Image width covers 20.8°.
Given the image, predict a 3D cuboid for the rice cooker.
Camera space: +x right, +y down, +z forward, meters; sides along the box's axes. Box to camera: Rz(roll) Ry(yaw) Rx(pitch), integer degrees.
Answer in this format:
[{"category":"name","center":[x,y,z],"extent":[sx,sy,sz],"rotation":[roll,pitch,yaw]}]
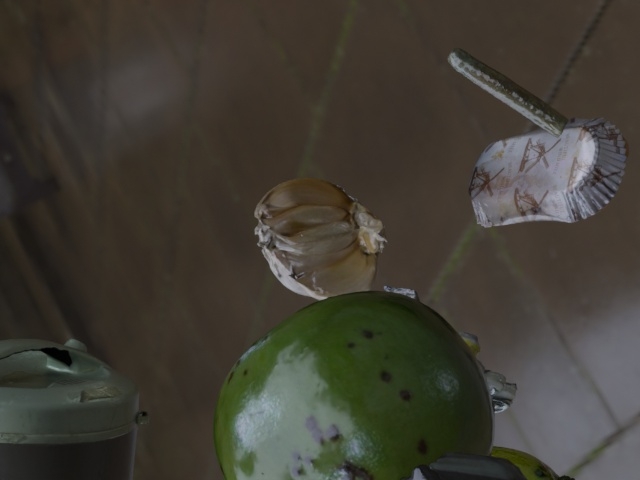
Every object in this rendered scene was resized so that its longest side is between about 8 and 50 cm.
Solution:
[{"category":"rice cooker","center":[-0.340,0.244,1.885],"extent":[0.288,0.288,0.277],"rotation":[-156,69,-65]}]

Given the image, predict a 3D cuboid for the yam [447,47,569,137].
[{"category":"yam","center":[0.156,-0.125,1.458],"extent":[0.116,0.021,0.021],"rotation":[35,157,8]}]

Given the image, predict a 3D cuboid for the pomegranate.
[{"category":"pomegranate","center":[0.037,0.142,1.075],"extent":[0.224,0.181,0.181],"rotation":[61,163,18]}]

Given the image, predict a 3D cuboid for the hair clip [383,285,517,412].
[{"category":"hair clip","center":[0.097,0.104,1.528],"extent":[0.116,0.049,0.172],"rotation":[1,146,29]}]

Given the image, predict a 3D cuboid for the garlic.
[{"category":"garlic","center":[-0.004,0.003,1.364],"extent":[0.074,0.094,0.113],"rotation":[90,158,-55]}]

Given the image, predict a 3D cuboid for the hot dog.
[{"category":"hot dog","center":[0.218,-0.063,1.674],"extent":[0.059,0.108,0.191],"rotation":[29,161,-32]}]

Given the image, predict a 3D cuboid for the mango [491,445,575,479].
[{"category":"mango","center":[0.075,0.264,1.354],"extent":[0.175,0.293,0.143],"rotation":[66,-168,21]}]

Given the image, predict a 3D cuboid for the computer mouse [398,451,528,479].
[{"category":"computer mouse","center":[0.093,0.190,0.806],"extent":[0.192,0.106,0.062],"rotation":[59,157,15]}]
